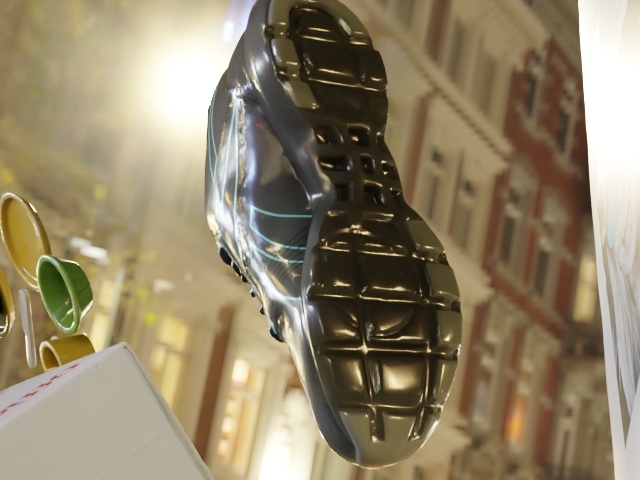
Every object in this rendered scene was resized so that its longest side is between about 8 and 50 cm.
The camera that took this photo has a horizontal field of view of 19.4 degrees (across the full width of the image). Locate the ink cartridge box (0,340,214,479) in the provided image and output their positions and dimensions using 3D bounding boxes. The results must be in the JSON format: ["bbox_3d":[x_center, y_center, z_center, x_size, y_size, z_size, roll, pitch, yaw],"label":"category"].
[{"bbox_3d":[-0.152,0.122,0.738,0.190,0.139,0.082,-24,-82,48],"label":"ink cartridge box"}]

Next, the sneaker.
[{"bbox_3d":[0.000,0.000,0.999,0.101,0.267,0.106,7,-30,-35],"label":"sneaker"}]

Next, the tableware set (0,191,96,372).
[{"bbox_3d":[-0.149,0.021,0.880,0.024,0.104,0.154,-20,39,-29],"label":"tableware set"}]

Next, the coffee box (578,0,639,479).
[{"bbox_3d":[0.264,-0.123,0.518,0.337,0.334,0.338,3,-47,1],"label":"coffee box"}]
